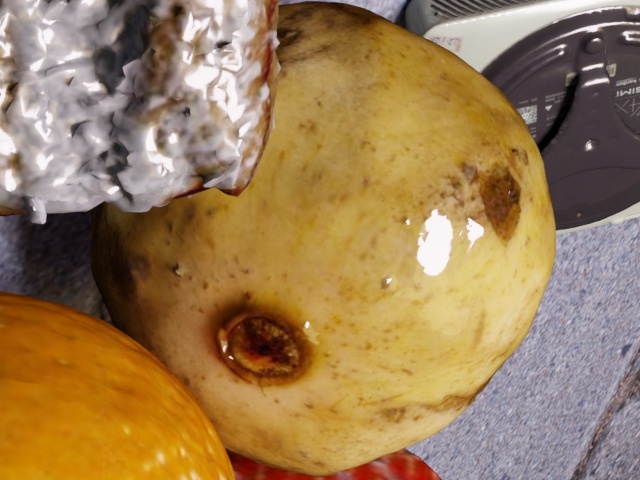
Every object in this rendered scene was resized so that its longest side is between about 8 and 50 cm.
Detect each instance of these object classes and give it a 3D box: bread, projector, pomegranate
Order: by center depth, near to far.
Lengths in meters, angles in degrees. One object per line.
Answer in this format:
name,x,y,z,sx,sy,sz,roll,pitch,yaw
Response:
bread,-0.219,-0.083,0.373,0.417,0.113,0.165,-6,111,-10
pomegranate,0.000,0.000,0.745,0.281,0.281,0.281,-32,142,-29
projector,0.203,-0.102,0.990,0.257,0.079,0.259,-13,137,-3

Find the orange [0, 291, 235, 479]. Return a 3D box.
orange,-0.204,0.231,0.611,0.326,0.424,0.424,4,123,-15

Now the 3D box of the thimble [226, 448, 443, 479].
thimble,-0.053,0.314,0.933,0.231,0.350,0.350,-10,128,-54
